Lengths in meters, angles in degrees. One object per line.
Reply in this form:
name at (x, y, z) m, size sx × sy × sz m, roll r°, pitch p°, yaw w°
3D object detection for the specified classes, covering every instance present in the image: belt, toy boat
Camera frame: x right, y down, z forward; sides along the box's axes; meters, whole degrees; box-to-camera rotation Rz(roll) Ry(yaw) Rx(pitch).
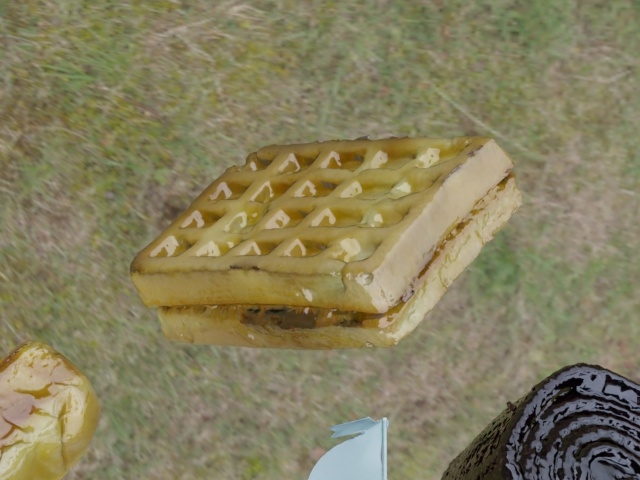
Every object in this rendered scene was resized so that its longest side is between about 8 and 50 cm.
belt at (0.200, 0.231, 0.895) m, size 0.184 × 0.164 × 0.289 m, roll -26°, pitch 70°, yaw -41°
toy boat at (0.068, 0.352, 1.722) m, size 0.210 × 0.070 × 0.291 m, roll 22°, pitch 116°, yaw -2°

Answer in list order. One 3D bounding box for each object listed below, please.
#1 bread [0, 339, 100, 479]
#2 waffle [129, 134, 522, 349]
bread at (-0.384, 0.258, 1.606) m, size 0.132 × 0.167 × 0.294 m, roll 38°, pitch 64°, yaw 18°
waffle at (0.000, 0.000, 1.256) m, size 0.224 × 0.327 × 0.098 m, roll -49°, pitch 123°, yaw -34°
